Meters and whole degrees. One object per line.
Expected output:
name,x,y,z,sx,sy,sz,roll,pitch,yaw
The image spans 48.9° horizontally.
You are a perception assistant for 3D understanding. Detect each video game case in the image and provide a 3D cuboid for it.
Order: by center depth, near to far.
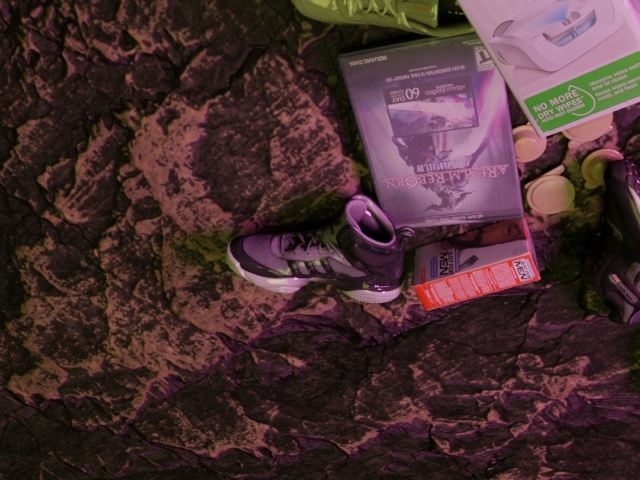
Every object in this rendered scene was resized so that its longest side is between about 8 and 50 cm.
video game case,0.150,-0.136,0.922,0.196,0.026,0.274,-5,125,21

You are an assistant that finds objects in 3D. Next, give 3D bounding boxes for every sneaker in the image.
sneaker,0.091,-0.276,0.779,0.262,0.121,0.099,1,126,10
sneaker,0.407,0.021,0.953,0.124,0.107,0.283,-16,125,28
sneaker,0.000,0.000,1.005,0.268,0.101,0.153,9,136,-2

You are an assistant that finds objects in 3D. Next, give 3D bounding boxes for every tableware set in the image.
tableware set,0.323,-0.111,0.925,0.141,0.020,0.169,-20,121,23

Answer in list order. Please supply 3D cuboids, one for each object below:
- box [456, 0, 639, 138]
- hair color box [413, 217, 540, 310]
box,0.218,-0.272,0.662,0.126,0.262,0.231,-19,121,37
hair color box,0.220,0.032,1.003,0.167,0.093,0.053,-18,122,21
